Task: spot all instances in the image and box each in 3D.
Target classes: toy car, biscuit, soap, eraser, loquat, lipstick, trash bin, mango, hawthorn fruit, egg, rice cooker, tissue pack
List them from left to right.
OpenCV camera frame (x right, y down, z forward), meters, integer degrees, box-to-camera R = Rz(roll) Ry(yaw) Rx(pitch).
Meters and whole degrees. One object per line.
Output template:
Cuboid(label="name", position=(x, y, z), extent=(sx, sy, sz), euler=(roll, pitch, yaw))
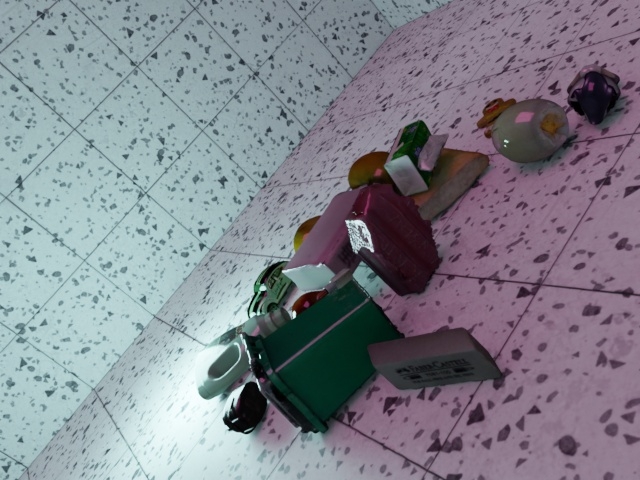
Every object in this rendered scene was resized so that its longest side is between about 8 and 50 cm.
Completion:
Cuboid(label="rice cooker", position=(-0.234, 0.519, 1.889), extent=(0.106, 0.112, 0.165), euler=(-32, 22, 43))
Cuboid(label="toy car", position=(-0.198, 0.190, 2.395), extent=(0.136, 0.125, 0.306), euler=(-13, 37, 53))
Cuboid(label="hawthorn fruit", position=(-0.019, 0.238, 1.945), extent=(0.169, 0.169, 0.188), euler=(-45, 11, 1))
Cuboid(label="loquat", position=(0.000, 0.000, 2.311), extent=(0.187, 0.176, 0.234), euler=(20, 46, 24))
Cuboid(label="trash bin", position=(0.005, 0.288, 1.655), extent=(0.381, 0.295, 0.259), euler=(-40, 22, -2))
Cuboid(label="lipstick", position=(0.033, 0.122, 1.641), extent=(0.129, 0.030, 0.030), euler=(-36, 19, -32))
Cuboid(label="eraser", position=(0.064, -0.009, 2.003), extent=(0.272, 0.122, 0.359), euler=(-17, 34, 56))
Cuboid(label="mango", position=(0.198, -0.232, 2.118), extent=(0.176, 0.139, 0.254), euler=(-54, 25, -12))
Cuboid(label="soap", position=(0.206, -0.010, 1.750), extent=(0.127, 0.325, 0.220), euler=(-7, 45, 52))
Cuboid(label="biscuit", position=(0.317, -0.161, 2.120), extent=(0.429, 0.104, 0.446), euler=(-47, 24, -5))
Cuboid(label="tissue pack", position=(0.325, -0.278, 1.993), extent=(0.156, 0.148, 0.209), euler=(-17, 34, 40))
Cuboid(label="eraser", position=(0.255, 0.282, 1.427), extent=(0.352, 0.111, 0.077), euler=(-22, 34, 45))
Cuboid(label="biscuit", position=(0.626, -0.451, 2.169), extent=(0.158, 0.035, 0.240), euler=(-34, 24, 20))
Cuboid(label="egg", position=(0.598, -0.316, 1.776), extent=(0.183, 0.183, 0.217), euler=(-52, 22, -17))

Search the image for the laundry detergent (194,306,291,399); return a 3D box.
Cuboid(label="laundry detergent", position=(-0.272, 0.386, 2.190), extent=(0.397, 0.125, 0.264), euler=(-37, 22, 15))

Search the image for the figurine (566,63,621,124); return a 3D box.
Cuboid(label="figurine", position=(0.774, -0.421, 1.716), extent=(0.145, 0.145, 0.222), euler=(-29, 25, 36))

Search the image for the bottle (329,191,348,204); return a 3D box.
Cuboid(label="bottle", position=(0.097, -0.130, 2.344), extent=(0.120, 0.120, 0.253), euler=(-46, 3, -1))
